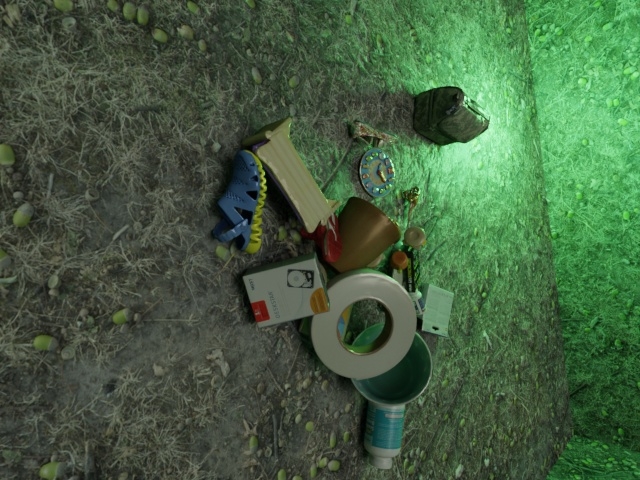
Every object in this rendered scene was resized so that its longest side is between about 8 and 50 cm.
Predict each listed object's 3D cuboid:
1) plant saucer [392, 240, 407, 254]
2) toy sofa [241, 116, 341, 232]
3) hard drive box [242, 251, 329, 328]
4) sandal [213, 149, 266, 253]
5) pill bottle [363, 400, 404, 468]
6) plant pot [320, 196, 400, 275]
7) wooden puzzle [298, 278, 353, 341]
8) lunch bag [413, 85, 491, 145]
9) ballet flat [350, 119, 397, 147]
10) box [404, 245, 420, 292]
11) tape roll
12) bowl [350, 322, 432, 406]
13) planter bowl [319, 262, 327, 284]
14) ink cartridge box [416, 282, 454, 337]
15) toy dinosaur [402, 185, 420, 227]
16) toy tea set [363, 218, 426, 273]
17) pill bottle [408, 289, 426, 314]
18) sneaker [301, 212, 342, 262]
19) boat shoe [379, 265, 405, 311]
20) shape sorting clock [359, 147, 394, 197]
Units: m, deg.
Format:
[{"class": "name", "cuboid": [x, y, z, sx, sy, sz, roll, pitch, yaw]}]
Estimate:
[{"class": "plant saucer", "cuboid": [0.363, 0.060, 1.935, 0.119, 0.021, 0.119, 2, 87, -43]}, {"class": "toy sofa", "cuboid": [-0.106, -0.200, 1.431, 0.177, 0.150, 0.362, -48, 119, -27]}, {"class": "hard drive box", "cuboid": [-0.103, 0.156, 1.373, 0.089, 0.232, 0.181, -83, 157, -77]}, {"class": "sandal", "cuboid": [-0.245, -0.110, 1.300, 0.138, 0.126, 0.317, -3, 102, -33]}, {"class": "pill bottle", "cuboid": [0.251, 0.750, 1.726, 0.146, 0.146, 0.264, 16, 78, -41]}, {"class": "plant pot", "cuboid": [0.121, 0.009, 1.601, 0.254, 0.237, 0.237, -50, 121, -12]}, {"class": "wooden puzzle", "cuboid": [0.037, 0.262, 1.616, 0.239, 0.044, 0.220, 30, 69, -38]}, {"class": "lunch bag", "cuboid": [0.617, -0.585, 2.030, 0.305, 0.256, 0.212, 15, 79, -41]}, {"class": "ballet flat", "cuboid": [0.213, -0.421, 1.781, 0.241, 0.091, 0.077, 11, 92, -33]}, {"class": "box", "cuboid": [0.400, 0.110, 1.890, 0.191, 0.045, 0.184, -37, 125, -66]}, {"class": "tape roll", "cuboid": [0.147, 0.295, 1.535, 0.392, 0.072, 0.391, -2, 98, -13]}, {"class": "bowl", "cuboid": [0.266, 0.490, 1.679, 0.311, 0.312, 0.163, -63, 159, -24]}, {"class": "planter bowl", "cuboid": [-0.046, 0.125, 1.484, 0.109, 0.162, 0.162, -38, 117, -69]}, {"class": "ink cartridge box", "cuboid": [0.545, 0.336, 2.075, 0.223, 0.045, 0.223, 23, 74, -39]}, {"class": "toy dinosaur", "cuboid": [0.415, -0.171, 1.963, 0.112, 0.064, 0.211, 42, 62, -35]}, {"class": "toy tea set", "cuboid": [0.277, 0.067, 1.777, 0.336, 0.200, 0.124, -54, 159, -12]}, {"class": "pill bottle", "cuboid": [0.428, 0.270, 1.957, 0.067, 0.067, 0.120, -39, 114, -36]}, {"class": "sneaker", "cuboid": [0.000, 0.000, 1.521, 0.087, 0.128, 0.221, 42, 36, -36]}, {"class": "boat shoe", "cuboid": [0.302, 0.179, 1.837, 0.095, 0.079, 0.254, 13, 83, -44]}, {"class": "shape sorting clock", "cuboid": [0.240, -0.283, 1.822, 0.206, 0.040, 0.206, 2, 87, -42]}]
